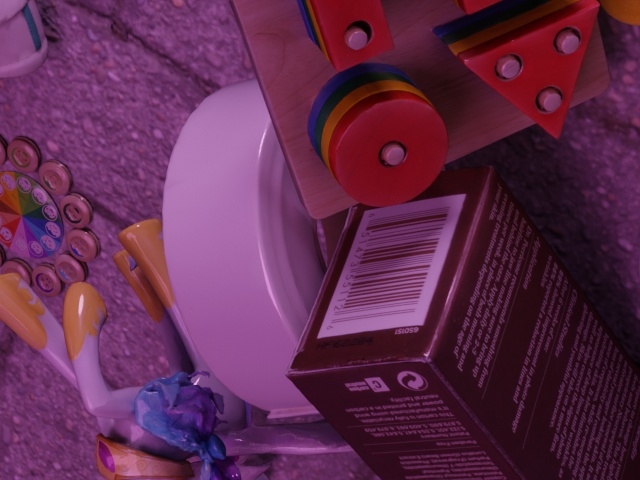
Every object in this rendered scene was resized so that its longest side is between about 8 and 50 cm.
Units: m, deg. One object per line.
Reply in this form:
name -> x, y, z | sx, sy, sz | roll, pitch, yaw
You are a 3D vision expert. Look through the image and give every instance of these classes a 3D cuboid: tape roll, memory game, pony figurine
tape roll -> 0.000, 0.000, 1.539 | 0.100, 0.286, 0.286 | -10, 112, 35
memory game -> -0.302, -0.024, 1.893 | 0.186, 0.012, 0.186 | 16, 125, 23
pony figurine -> -0.113, 0.166, 1.714 | 0.303, 0.351, 0.363 | -31, 80, 37

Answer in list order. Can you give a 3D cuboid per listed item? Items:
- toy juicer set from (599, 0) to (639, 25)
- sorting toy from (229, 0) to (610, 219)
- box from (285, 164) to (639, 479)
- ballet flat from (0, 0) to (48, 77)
toy juicer set -> 0.326, -0.248, 1.296 | 0.329, 0.089, 0.209 | 4, 140, 34
sorting toy -> 0.083, -0.152, 1.351 | 0.089, 0.257, 0.255 | -124, 12, -54
box -> 0.148, 0.135, 1.509 | 0.143, 0.191, 0.381 | -10, 135, 37
ballet flat -> -0.422, -0.171, 1.815 | 0.400, 0.139, 0.139 | -8, 113, 34
